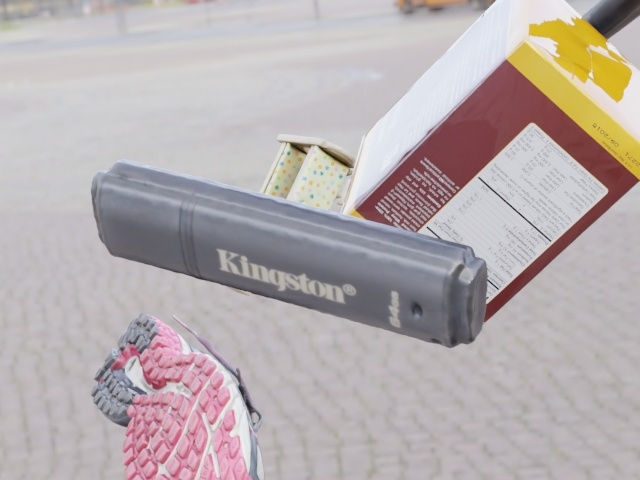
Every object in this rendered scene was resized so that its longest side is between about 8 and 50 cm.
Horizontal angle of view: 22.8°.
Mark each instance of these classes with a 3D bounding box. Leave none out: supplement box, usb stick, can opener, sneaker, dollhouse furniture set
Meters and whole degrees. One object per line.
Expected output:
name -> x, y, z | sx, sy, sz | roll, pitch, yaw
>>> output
supplement box -> 0.131, -0.068, 1.177 | 0.194, 0.129, 0.191 | -45, 11, 23
usb stick -> -0.026, 0.007, 1.042 | 0.278, 0.077, 0.045 | 14, 37, 21
can opener -> 0.237, -0.180, 1.274 | 0.059, 0.073, 0.186 | -41, -4, -43
sneaker -> -0.096, 0.148, 1.310 | 0.112, 0.121, 0.299 | 32, 6, -24
dollhouse furniture set -> 0.000, 0.000, 1.776 | 0.161, 0.182, 0.101 | 31, -11, -33
